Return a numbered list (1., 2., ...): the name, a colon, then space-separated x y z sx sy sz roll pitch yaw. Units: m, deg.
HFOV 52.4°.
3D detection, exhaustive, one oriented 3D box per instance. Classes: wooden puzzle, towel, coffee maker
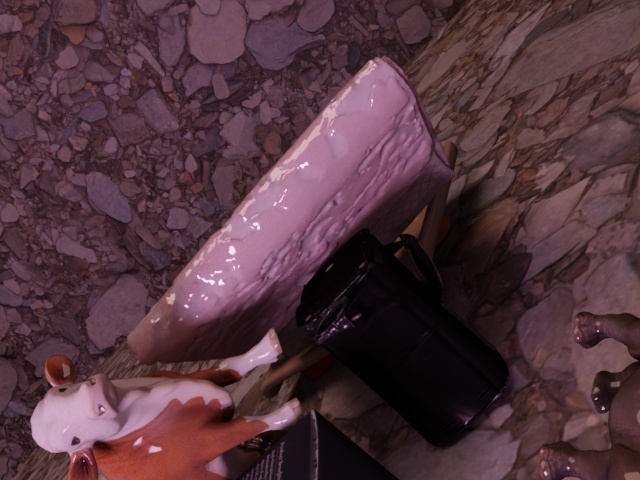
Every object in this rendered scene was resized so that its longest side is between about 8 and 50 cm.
1. wooden puzzle: 0.074 0.053 0.934 0.348 0.080 0.322 -43 14 38
2. towel: 0.000 0.000 0.679 0.332 0.053 0.317 -49 -21 7
3. coffee maker: 0.070 0.098 0.592 0.120 0.178 0.171 -41 13 34

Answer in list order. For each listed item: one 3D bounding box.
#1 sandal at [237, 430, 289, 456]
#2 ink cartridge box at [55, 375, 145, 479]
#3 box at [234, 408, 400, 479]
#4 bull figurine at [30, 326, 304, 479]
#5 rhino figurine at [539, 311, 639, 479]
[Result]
1. sandal: -0.045 0.260 0.724 0.219 0.060 0.090 -4 42 44
2. ink cartridge box: -0.308 0.410 0.914 0.385 0.160 0.279 -50 14 -9
3. box: -0.020 0.259 0.483 0.207 0.153 0.108 -44 14 12
4. bull figurine: -0.105 0.179 0.555 0.188 0.310 0.101 -17 45 -8
5. rhino figurine: 0.183 0.140 0.362 0.106 0.073 0.243 -16 36 46
